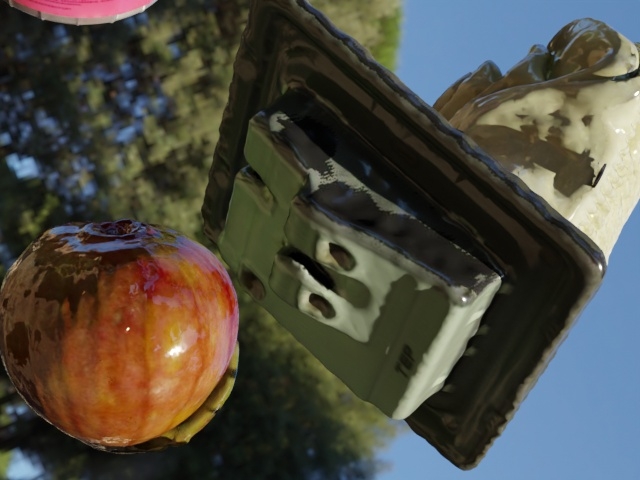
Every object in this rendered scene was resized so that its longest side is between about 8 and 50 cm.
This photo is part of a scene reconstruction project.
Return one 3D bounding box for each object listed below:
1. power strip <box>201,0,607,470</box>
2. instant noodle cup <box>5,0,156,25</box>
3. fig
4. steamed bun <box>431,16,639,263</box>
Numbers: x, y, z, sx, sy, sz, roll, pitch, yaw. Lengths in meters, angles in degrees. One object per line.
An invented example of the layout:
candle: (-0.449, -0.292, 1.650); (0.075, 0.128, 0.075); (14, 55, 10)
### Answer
power strip: (0.020, 0.013, 0.851); (0.251, 0.092, 0.257); (36, -34, 12)
instant noodle cup: (-0.199, -0.297, 1.207); (0.302, 0.258, 0.181); (25, -40, 8)
fig: (-0.154, 0.080, 1.154); (0.205, 0.205, 0.205); (46, -31, 39)
steamed bun: (0.225, -0.091, 1.615); (0.237, 0.394, 0.346); (27, -47, 21)
